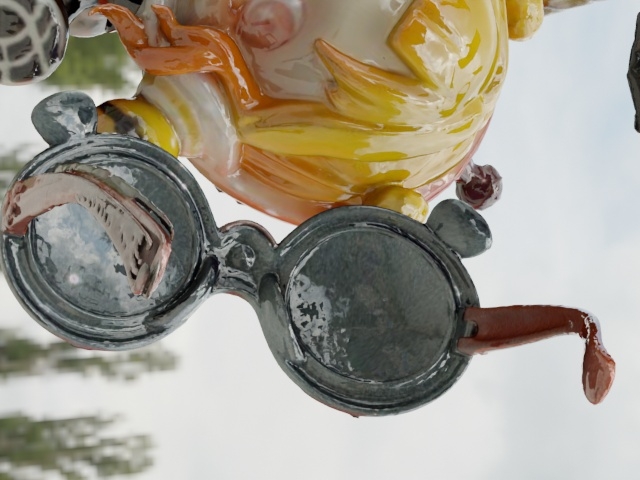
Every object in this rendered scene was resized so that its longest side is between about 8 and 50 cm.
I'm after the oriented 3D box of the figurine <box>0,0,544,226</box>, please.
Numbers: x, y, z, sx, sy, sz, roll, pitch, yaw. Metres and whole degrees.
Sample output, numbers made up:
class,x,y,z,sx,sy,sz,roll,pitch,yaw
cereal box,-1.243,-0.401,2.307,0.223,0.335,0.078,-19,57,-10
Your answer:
class,x,y,z,sx,sy,sz,roll,pitch,yaw
figurine,-0.026,-0.131,1.118,0.320,0.323,0.196,-58,172,-21

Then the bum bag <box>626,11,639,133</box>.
class,x,y,z,sx,sy,sz,roll,pitch,yaw
bum bag,0.191,-0.087,0.888,0.034,0.124,0.058,11,-65,60

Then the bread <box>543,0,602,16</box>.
class,x,y,z,sx,sy,sz,roll,pitch,yaw
bread,0.173,-0.261,1.454,0.222,0.096,0.181,-9,-113,45

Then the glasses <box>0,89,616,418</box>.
class,x,y,z,sx,sy,sz,roll,pitch,yaw
glasses,0.000,0.000,0.783,0.268,0.234,0.118,163,-57,-71
